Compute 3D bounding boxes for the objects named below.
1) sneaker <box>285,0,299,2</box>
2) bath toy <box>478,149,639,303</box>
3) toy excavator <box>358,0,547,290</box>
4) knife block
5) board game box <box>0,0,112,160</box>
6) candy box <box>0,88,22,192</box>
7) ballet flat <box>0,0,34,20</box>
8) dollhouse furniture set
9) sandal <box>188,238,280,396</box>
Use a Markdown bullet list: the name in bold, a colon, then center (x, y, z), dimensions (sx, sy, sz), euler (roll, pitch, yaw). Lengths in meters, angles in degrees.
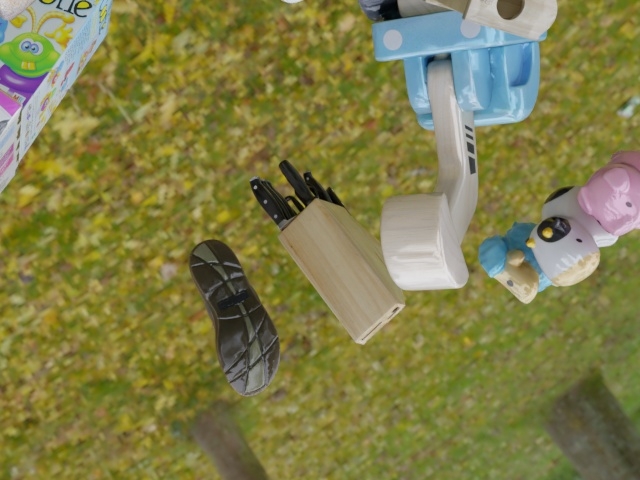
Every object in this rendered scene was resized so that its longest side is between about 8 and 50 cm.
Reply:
- **sneaker**: center (-0.078, -0.536, 2.003), dimensions (0.094, 0.234, 0.153), euler (-22, -164, -7)
- **bath toy**: center (0.350, -0.053, 1.390), dimensions (0.129, 0.151, 0.348), euler (27, 134, -24)
- **toy excavator**: center (0.186, -0.189, 1.518), dimensions (0.222, 0.445, 0.433), euler (-5, -171, 27)
- **knife block**: center (0.000, 0.000, 1.687), dimensions (0.088, 0.242, 0.275), euler (-45, -161, 16)
- **board game box**: center (-0.426, -0.275, 1.644), dimensions (0.275, 0.142, 0.144), euler (-64, -177, -31)
- **candy box**: center (-0.321, -0.099, 0.905), dimensions (0.071, 0.159, 0.233), euler (-56, -171, -15)
- **ballet flat**: center (-0.269, -0.369, 1.196), dimensions (0.107, 0.106, 0.315), euler (-68, 176, -66)
- **dollhouse furniture set**: center (0.188, -0.321, 1.241), dimensions (0.101, 0.182, 0.160), euler (11, 108, -23)
- **sandal**: center (-0.122, 0.105, 1.562), dimensions (0.090, 0.219, 0.060), euler (-24, 171, -15)
